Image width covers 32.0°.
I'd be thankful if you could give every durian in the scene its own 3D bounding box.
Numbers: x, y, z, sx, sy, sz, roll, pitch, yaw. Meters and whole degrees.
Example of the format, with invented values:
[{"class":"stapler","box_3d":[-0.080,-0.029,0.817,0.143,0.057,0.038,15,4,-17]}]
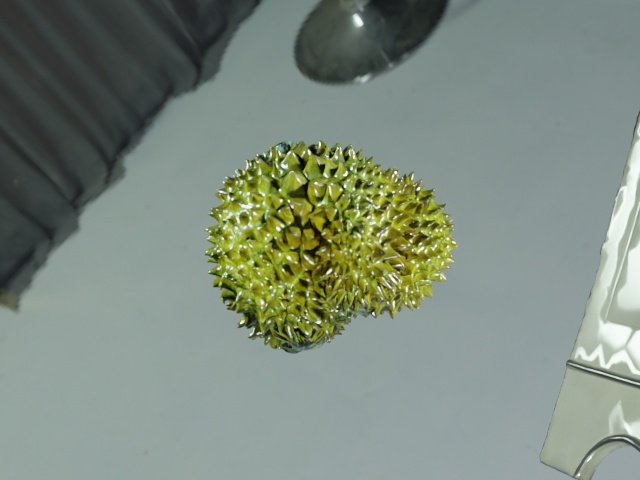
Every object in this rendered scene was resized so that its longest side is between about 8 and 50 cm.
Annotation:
[{"class":"durian","box_3d":[-0.002,-0.003,1.222,0.291,0.291,0.224,-23,88,19]}]

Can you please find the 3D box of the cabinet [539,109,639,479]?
[{"class":"cabinet","box_3d":[0.335,0.033,0.654,0.227,0.290,0.317,9,82,63]}]
